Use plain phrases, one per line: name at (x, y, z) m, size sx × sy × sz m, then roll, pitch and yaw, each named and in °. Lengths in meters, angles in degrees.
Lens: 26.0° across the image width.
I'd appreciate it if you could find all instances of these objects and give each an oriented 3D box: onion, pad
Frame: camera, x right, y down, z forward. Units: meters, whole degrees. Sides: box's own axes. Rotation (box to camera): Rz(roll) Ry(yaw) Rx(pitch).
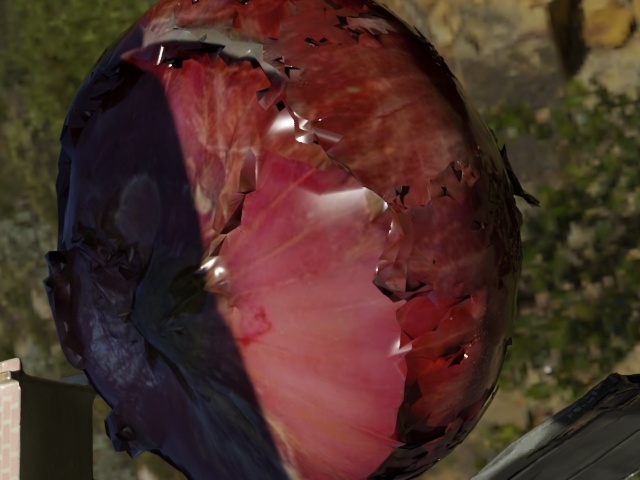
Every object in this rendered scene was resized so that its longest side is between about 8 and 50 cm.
onion at (0.000, 0.000, 0.446) m, size 0.184 × 0.147 × 0.184 m, roll 26°, pitch 123°, yaw 48°
pad at (0.204, 0.154, 1.034) m, size 0.233 × 0.174 × 0.022 m, roll 12°, pitch -137°, yaw -51°

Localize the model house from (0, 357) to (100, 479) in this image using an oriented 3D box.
model house at (-0.281, 0.263, 1.001) m, size 0.169 × 0.244 × 0.326 m, roll 48°, pitch -147°, yaw -60°
